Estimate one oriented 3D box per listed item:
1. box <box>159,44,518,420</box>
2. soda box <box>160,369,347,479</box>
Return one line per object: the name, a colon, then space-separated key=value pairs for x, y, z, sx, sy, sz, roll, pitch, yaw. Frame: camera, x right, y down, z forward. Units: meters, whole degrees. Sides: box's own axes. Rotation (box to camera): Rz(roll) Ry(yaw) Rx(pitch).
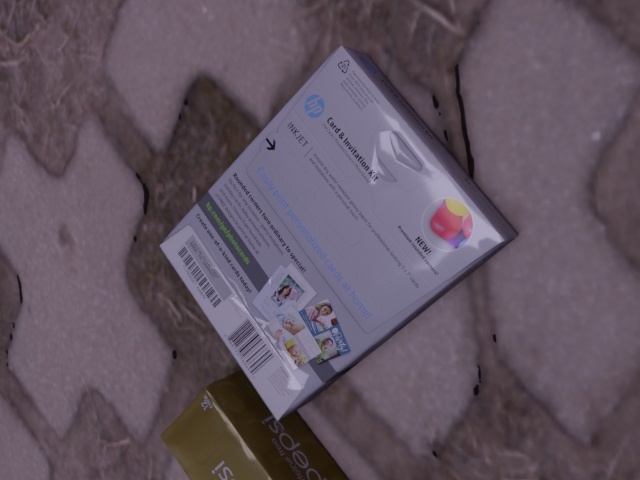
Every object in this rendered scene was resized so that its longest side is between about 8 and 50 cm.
box: x=0.000 y=0.000 z=0.418 sx=0.186 sy=0.038 sz=0.145 roll=-44 pitch=75 yaw=26
soda box: x=-0.019 y=0.171 z=0.434 sx=0.181 sy=0.061 sz=0.058 roll=49 pitch=116 yaw=16
